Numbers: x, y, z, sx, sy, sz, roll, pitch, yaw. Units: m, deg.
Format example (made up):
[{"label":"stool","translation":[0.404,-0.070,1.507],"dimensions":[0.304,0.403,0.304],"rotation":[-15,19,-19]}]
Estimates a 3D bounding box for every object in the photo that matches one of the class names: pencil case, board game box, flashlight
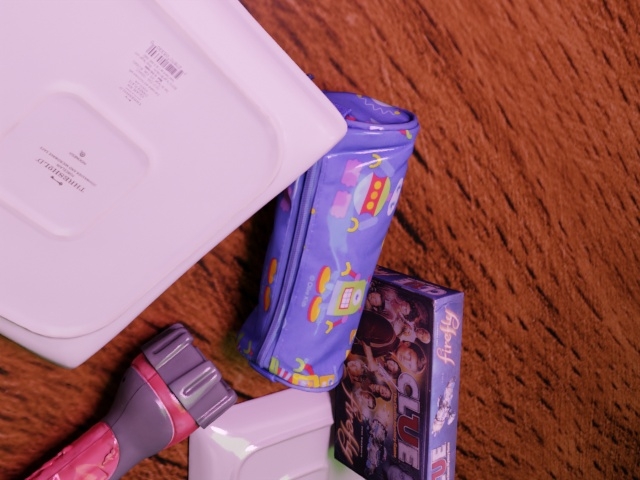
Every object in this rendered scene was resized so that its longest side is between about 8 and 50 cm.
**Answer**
[{"label":"pencil case","translation":[0.000,0.000,0.753],"dimensions":[0.133,0.119,0.306],"rotation":[-11,121,-53]},{"label":"board game box","translation":[0.080,0.157,0.838],"dimensions":[0.042,0.165,0.243],"rotation":[-8,104,-34]},{"label":"flashlight","translation":[-0.225,0.206,0.709],"dimensions":[0.304,0.103,0.103],"rotation":[-37,105,-15]}]

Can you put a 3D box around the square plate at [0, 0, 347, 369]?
[{"label":"square plate","translation":[-0.191,-0.066,0.555],"dimensions":[0.344,0.049,0.347],"rotation":[-40,132,8]}]

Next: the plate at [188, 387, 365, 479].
[{"label":"plate","translation":[-0.033,0.304,0.948],"dimensions":[0.277,0.045,0.277],"rotation":[-11,120,-34]}]
